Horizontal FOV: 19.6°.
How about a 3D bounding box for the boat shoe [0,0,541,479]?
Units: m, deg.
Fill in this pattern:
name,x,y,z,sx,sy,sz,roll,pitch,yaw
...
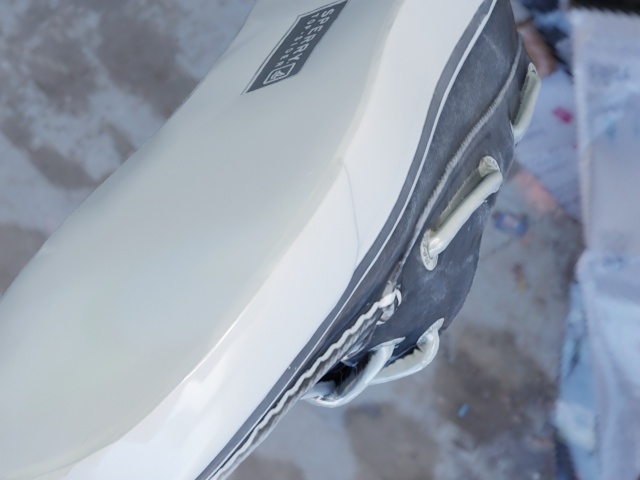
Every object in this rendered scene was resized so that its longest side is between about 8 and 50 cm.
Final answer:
name,x,y,z,sx,sy,sz,roll,pitch,yaw
boat shoe,0.000,0.000,0.551,0.108,0.301,0.102,-16,117,30
